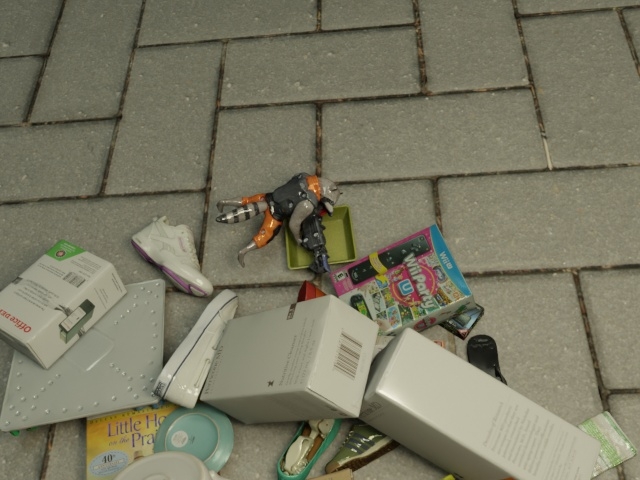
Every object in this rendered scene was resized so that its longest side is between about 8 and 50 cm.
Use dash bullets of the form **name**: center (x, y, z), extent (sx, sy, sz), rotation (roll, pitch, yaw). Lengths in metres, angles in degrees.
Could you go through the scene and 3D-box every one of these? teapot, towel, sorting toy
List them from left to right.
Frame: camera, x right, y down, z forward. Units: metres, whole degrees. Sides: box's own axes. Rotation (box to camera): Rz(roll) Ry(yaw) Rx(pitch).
- **teapot**: center (-0.318, 0.577, 1.458), extent (0.256, 0.187, 0.252), rotation (2, 28, 27)
- **sorting toy**: center (0.007, 0.262, 1.728), extent (0.126, 0.127, 0.365), rotation (11, 46, -13)
- **towel**: center (0.613, 0.464, 1.574), extent (0.152, 0.023, 0.113), rotation (-26, 55, -7)

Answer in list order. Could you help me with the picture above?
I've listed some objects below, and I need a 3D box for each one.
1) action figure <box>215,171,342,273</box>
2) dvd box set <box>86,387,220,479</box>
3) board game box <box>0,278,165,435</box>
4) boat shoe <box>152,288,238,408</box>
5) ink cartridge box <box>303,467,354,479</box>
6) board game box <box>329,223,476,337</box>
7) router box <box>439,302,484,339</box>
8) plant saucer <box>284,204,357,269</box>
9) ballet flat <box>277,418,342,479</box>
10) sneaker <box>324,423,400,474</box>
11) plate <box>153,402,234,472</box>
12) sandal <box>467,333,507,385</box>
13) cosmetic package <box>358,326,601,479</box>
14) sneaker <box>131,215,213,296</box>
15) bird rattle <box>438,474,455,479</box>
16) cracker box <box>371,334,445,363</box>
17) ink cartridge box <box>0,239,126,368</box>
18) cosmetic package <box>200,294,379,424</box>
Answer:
- **action figure**: center (-0.090, -0.057, 1.859), extent (0.330, 0.178, 0.341), rotation (-26, 53, 3)
- **dvd box set**: center (-0.380, 0.568, 1.608), extent (0.308, 0.062, 0.420), rotation (-11, 57, -1)
- **board game box**: center (-0.583, 0.288, 1.783), extent (0.390, 0.050, 0.390), rotation (-11, 45, 0)
- **boat shoe**: center (-0.254, 0.270, 1.721), extent (0.156, 0.136, 0.367), rotation (30, 36, 1)
- **ink cartridge box**: center (0.001, 0.633, 1.501), extent (0.193, 0.088, 0.234), rotation (-12, 56, -2)
- **board game box**: center (0.204, 0.124, 1.766), extent (0.303, 0.097, 0.224), rotation (-25, 58, 5)
- **router box**: center (0.339, 0.182, 1.779), extent (0.122, 0.038, 0.092), rotation (31, 66, 24)
- **plant saucer**: center (0.000, 0.000, 1.938), extent (0.188, 0.045, 0.188), rotation (-8, 56, 2)
- **ballet flat**: center (-0.020, 0.456, 1.619), extent (0.083, 0.087, 0.247), rotation (23, 63, 21)
- **sneaker**: center (0.087, 0.469, 1.617), extent (0.192, 0.064, 0.086), rotation (-25, 50, -9)
- **plate**: center (-0.294, 0.461, 1.617), extent (0.188, 0.024, 0.188), rotation (-2, 58, 3)
- **sandal**: center (0.399, 0.337, 1.660), extent (0.097, 0.054, 0.254), rotation (-12, 56, 0)
- **cosmetic package**: center (0.308, 0.385, 1.456), extent (0.453, 0.230, 0.161), rotation (31, 64, 2)
- **sneaker**: center (-0.385, 0.035, 1.924), extent (0.305, 0.114, 0.152), rotation (37, 70, 26)
- **bird rattle**: center (0.272, 0.624, 1.455), extent (0.207, 0.143, 0.253), rotation (11, 61, -5)
- **cracker box**: center (0.173, 0.308, 1.649), extent (0.232, 0.155, 0.067), rotation (3, 15, 9)
- **ink cartridge box**: center (-0.687, 0.158, 1.809), extent (0.211, 0.121, 0.289), rotation (22, 54, 29)
- **cosmetic package**: center (-0.074, 0.269, 1.528), extent (0.385, 0.156, 0.217), rotation (-19, 45, 44)
